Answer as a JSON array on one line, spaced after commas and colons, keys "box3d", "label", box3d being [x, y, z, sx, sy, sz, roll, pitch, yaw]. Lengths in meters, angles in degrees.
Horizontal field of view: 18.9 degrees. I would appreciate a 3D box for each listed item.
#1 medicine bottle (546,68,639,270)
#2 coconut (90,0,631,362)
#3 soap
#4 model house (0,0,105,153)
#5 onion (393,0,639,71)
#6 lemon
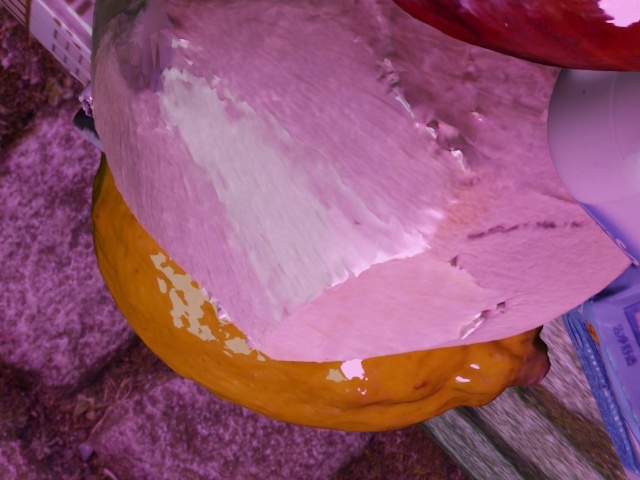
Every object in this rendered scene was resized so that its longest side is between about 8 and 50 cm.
[{"box3d": [0.184, -0.024, 0.664, 0.289, 0.157, 0.157, 46, 172, -13], "label": "medicine bottle"}, {"box3d": [0.023, -0.070, 0.810, 0.247, 0.245, 0.245, -4, -147, -45], "label": "coconut"}, {"box3d": [0.228, 0.129, 1.176, 0.156, 0.077, 0.293, -127, 15, -89], "label": "soap"}, {"box3d": [-0.094, -0.186, 0.978, 0.215, 0.224, 0.198, 45, 171, -3], "label": "model house"}, {"box3d": [0.073, -0.086, 0.473, 0.206, 0.098, 0.151, -4, 117, 53], "label": "onion"}, {"box3d": [-0.007, -0.003, 1.331, 0.316, 0.285, 0.285, 60, 170, -5], "label": "lemon"}]
